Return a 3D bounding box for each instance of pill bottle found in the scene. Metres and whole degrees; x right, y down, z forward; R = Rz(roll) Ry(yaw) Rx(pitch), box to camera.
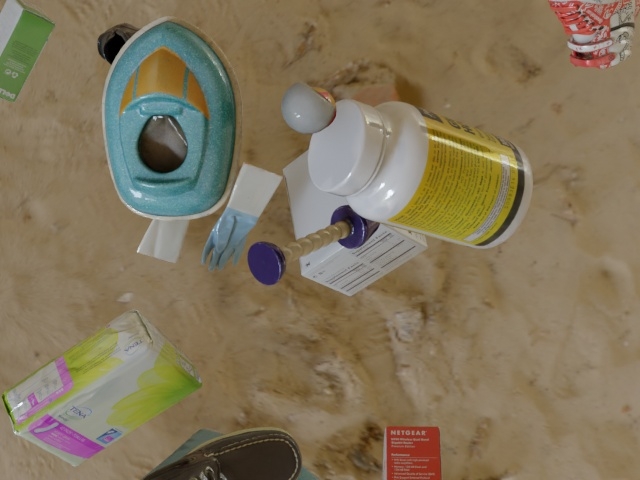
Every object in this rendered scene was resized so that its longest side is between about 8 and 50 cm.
[{"bbox_3d":[0.155,-0.107,1.527,0.333,0.188,0.188,14,82,-34],"label":"pill bottle"}]

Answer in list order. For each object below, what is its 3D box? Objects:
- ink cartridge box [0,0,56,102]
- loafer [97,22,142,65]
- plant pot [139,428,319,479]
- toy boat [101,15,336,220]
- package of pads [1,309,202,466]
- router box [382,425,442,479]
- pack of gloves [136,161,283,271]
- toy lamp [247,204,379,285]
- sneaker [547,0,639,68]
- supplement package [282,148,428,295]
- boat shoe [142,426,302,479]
[{"bbox_3d":[-0.535,-0.303,1.664,0.062,0.109,0.209,23,103,-37],"label":"ink cartridge box"},{"bbox_3d":[-0.349,-0.341,1.721,0.078,0.223,0.076,-18,110,-31],"label":"loafer"},{"bbox_3d":[-0.121,0.466,1.524,0.252,0.248,0.247,4,104,20],"label":"plant pot"},{"bbox_3d":[-0.134,-0.162,1.266,0.318,0.148,0.268,-4,95,8],"label":"toy boat"},{"bbox_3d":[-0.391,0.268,1.763,0.296,0.229,0.101,-33,56,-1],"label":"package of pads"},{"bbox_3d":[0.134,0.479,1.467,0.082,0.335,0.301,0,59,3],"label":"router box"},{"bbox_3d":[-0.206,-0.058,1.800,0.195,0.046,0.232,17,113,-29],"label":"pack of gloves"},{"bbox_3d":[0.000,0.000,1.594,0.274,0.080,0.080,-25,96,-45],"label":"toy lamp"},{"bbox_3d":[0.401,-0.335,1.481,0.270,0.090,0.145,-8,108,-46],"label":"sneaker"},{"bbox_3d":[0.062,-0.066,1.886,0.145,0.204,0.262,24,43,-41],"label":"supplement package"},{"bbox_3d":[-0.074,0.147,0.530,0.152,0.049,0.056,-24,92,-20],"label":"boat shoe"}]
